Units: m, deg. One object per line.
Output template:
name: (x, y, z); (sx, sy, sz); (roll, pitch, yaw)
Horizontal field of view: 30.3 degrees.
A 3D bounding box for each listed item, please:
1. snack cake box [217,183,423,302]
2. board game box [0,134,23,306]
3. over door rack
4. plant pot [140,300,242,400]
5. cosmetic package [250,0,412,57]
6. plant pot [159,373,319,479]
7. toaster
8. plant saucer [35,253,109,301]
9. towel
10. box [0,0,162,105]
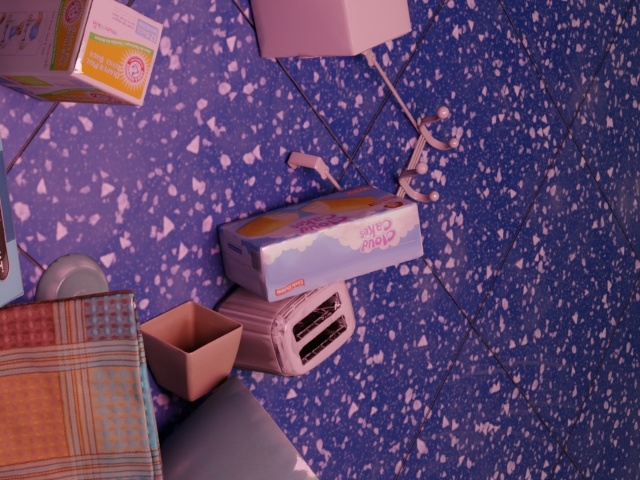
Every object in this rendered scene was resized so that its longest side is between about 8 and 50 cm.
snack cake box: (0.000, 0.000, 1.760); (0.264, 0.152, 0.089); (-16, 109, -26)
board game box: (-0.446, -0.014, 1.263); (0.336, 0.079, 0.253); (-47, 134, -71)
over door rack: (0.110, -0.144, 1.956); (0.324, 0.108, 0.239); (40, 66, -44)
plant pot: (-0.185, 0.163, 1.680); (0.109, 0.109, 0.096); (-26, 128, -44)
cosmetic package: (-0.010, -0.458, 1.707); (0.155, 0.197, 0.365); (-32, 120, -42)
plant pot: (-0.125, 0.372, 1.645); (0.235, 0.293, 0.293); (-37, 125, -10)
toaster: (-0.054, 0.121, 1.781); (0.227, 0.146, 0.129); (-35, 120, -40)
plant saucer: (-0.323, 0.077, 1.566); (0.119, 0.021, 0.119); (-10, 104, -48)
towel: (-0.336, 0.254, 1.454); (0.272, 0.040, 0.370); (-7, 104, -9)
box: (-0.302, -0.228, 1.404); (0.114, 0.203, 0.103); (21, 80, -48)
